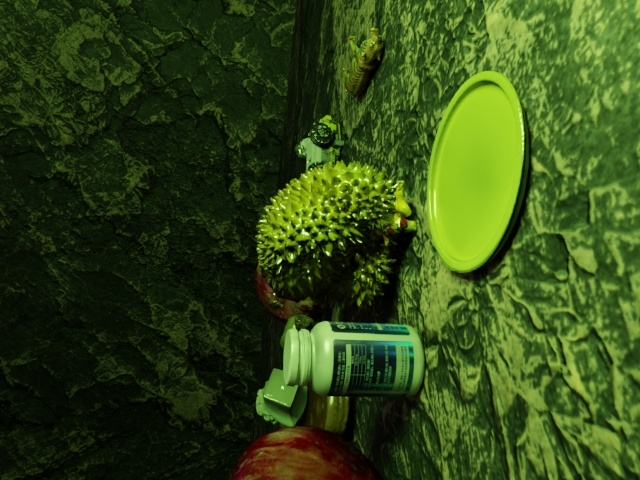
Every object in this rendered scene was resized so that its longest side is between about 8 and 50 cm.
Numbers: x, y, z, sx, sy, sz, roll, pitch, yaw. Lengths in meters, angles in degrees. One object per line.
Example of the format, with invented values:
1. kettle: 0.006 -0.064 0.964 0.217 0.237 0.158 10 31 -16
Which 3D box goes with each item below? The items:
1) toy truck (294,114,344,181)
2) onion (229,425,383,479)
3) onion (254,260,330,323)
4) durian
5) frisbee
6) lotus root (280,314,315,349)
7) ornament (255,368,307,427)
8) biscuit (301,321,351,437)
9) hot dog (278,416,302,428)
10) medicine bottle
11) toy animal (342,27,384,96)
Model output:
1. toy truck: -0.002 -0.188 1.333 0.136 0.111 0.286 146 131 -62
2. onion: 0.030 0.407 0.670 0.348 0.285 0.348 54 -158 -34
3. onion: -0.072 0.111 1.342 0.246 0.190 0.246 23 126 37
4. durian: 0.017 -0.010 0.862 0.293 0.258 0.258 125 148 -60
5. frisbee: 0.179 -0.078 0.602 0.236 0.017 0.236 -175 90 -79
6. lotus root: -0.051 0.228 1.233 0.183 0.077 0.090 115 175 -61
7. ornament: -0.097 0.402 1.277 0.285 0.120 0.130 120 175 -72
8. biscuit: 0.009 0.375 1.184 0.381 0.074 0.359 152 122 -76
9. hot dog: -0.079 0.522 1.513 0.213 0.103 0.146 158 115 -79
10. medicine bottle: 0.046 0.173 0.740 0.107 0.191 0.107 -176 90 -80
11. toy animal: 0.084 -0.385 1.114 0.241 0.056 0.099 123 149 -67
